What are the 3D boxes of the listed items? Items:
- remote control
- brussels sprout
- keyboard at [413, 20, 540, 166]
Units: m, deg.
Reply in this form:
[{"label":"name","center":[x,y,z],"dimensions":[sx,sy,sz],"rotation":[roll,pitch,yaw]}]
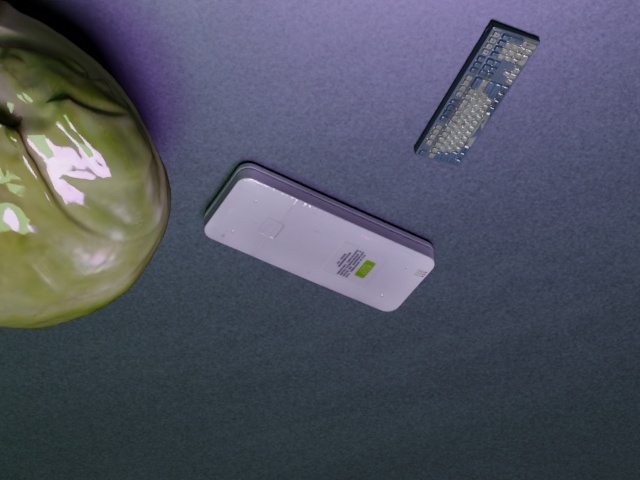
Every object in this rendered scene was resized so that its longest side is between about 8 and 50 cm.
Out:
[{"label":"remote control","center":[0.000,0.000,1.551],"dimensions":[0.250,0.034,0.103],"rotation":[23,128,-20]},{"label":"brussels sprout","center":[-0.306,-0.058,1.363],"dimensions":[0.328,0.247,0.328],"rotation":[-5,121,-9]},{"label":"keyboard","center":[0.157,-0.145,1.434],"dimensions":[0.055,0.014,0.176],"rotation":[15,131,-18]}]
